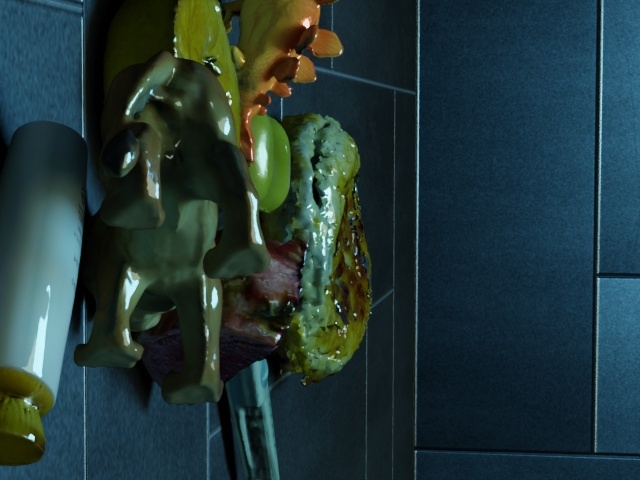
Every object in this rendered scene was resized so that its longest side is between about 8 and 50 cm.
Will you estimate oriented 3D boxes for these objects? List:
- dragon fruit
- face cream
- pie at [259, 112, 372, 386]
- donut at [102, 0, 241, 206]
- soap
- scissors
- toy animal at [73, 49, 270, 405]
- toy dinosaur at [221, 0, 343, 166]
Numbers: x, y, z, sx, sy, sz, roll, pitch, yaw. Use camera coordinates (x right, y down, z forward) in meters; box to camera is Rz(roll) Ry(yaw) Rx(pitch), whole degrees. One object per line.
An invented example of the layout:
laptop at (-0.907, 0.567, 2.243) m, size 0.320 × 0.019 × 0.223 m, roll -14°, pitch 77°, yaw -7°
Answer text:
dragon fruit at (-0.085, 0.041, 1.123) m, size 0.147 × 0.096 × 0.102 m, roll -41°, pitch -158°, yaw 39°
face cream at (-0.152, 0.025, 0.825) m, size 0.072 × 0.051 × 0.182 m, roll 93°, pitch 1°, yaw -61°
pie at (-0.001, 0.000, 1.644) m, size 0.308 × 0.085 × 0.308 m, roll 1°, pitch 90°, yaw -80°
donut at (-0.103, -0.101, 1.095) m, size 0.178 × 0.065 × 0.162 m, roll 12°, pitch 74°, yaw -79°
soap at (-0.056, -0.071, 1.425) m, size 0.140 × 0.045 × 0.089 m, roll 26°, pitch 68°, yaw -81°
scissors at (-0.067, 0.105, 1.384) m, size 0.138 × 0.041 × 0.289 m, roll -89°, pitch 174°, yaw -58°
toy animal at (-0.095, -0.015, 0.896) m, size 0.312 × 0.097 × 0.157 m, roll 107°, pitch -25°, yaw -55°
toy dinosaur at (-0.033, -0.198, 1.341) m, size 0.070 × 0.117 × 0.288 m, roll 60°, pitch 34°, yaw -71°
